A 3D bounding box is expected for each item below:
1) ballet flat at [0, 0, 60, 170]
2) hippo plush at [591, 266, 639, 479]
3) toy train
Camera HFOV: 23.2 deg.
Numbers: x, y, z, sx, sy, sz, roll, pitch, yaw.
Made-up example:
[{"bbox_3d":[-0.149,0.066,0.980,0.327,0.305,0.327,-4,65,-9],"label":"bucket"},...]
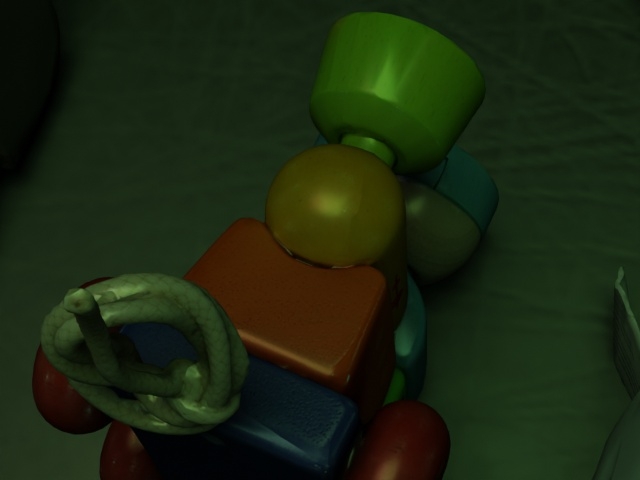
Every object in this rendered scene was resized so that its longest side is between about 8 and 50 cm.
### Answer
[{"bbox_3d":[-0.162,0.015,0.506,0.058,0.084,0.249,15,71,22],"label":"ballet flat"},{"bbox_3d":[0.155,0.149,0.393,0.237,0.234,0.294,31,34,-3],"label":"hippo plush"},{"bbox_3d":[0.000,0.000,0.406,0.105,0.248,0.143,21,71,12],"label":"toy train"}]
